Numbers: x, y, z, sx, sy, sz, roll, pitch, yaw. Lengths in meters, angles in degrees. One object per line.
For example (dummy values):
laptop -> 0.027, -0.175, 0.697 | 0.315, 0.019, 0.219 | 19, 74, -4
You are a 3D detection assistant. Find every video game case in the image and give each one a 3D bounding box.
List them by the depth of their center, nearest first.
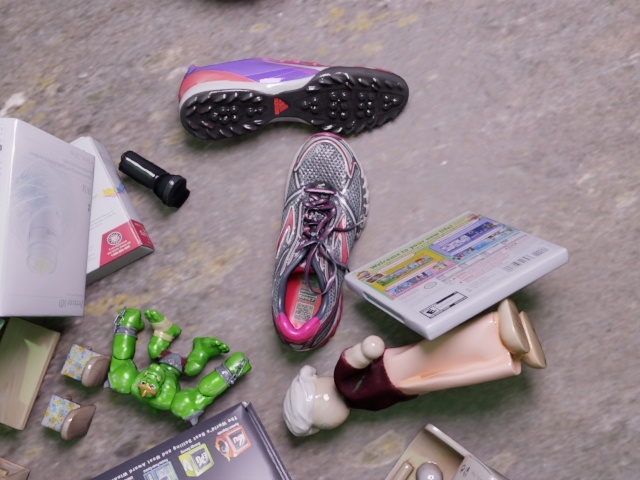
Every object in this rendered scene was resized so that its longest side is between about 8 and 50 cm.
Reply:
video game case -> 0.165, 0.036, 1.034 | 0.212, 0.193, 0.023 | -27, 117, -19

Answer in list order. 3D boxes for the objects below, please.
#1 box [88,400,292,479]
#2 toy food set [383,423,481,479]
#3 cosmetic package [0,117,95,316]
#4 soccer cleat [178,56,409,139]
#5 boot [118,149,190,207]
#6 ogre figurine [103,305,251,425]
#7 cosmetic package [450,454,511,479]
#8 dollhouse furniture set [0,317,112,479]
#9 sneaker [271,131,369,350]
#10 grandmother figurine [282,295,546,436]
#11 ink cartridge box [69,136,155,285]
box -> -0.182, 0.404, 0.897 | 0.395, 0.097, 0.318 | -24, 62, -15
toy food set -> 0.140, 0.424, 1.058 | 0.220, 0.092, 0.306 | 36, 88, 8
cosmetic package -> -0.387, -0.018, 1.011 | 0.138, 0.224, 0.224 | 3, 86, 8
soccer cleat -> -0.038, -0.214, 1.148 | 0.318, 0.108, 0.116 | -6, 47, -5
boot -> -0.233, -0.089, 1.137 | 0.099, 0.121, 0.045 | 35, 85, 1
ogre figurine -> -0.205, 0.174, 1.119 | 0.197, 0.097, 0.118 | 27, 68, -8
cosmetic package -> 0.170, 0.433, 0.970 | 0.160, 0.113, 0.309 | 34, 87, -4
dollhouse furniture set -> -0.431, 0.224, 1.092 | 0.212, 0.161, 0.242 | 19, 85, 7
sneaker -> 0.000, 0.000, 1.109 | 0.121, 0.112, 0.299 | 5, 83, 6
grandmother figurine -> 0.097, 0.170, 1.046 | 0.342, 0.208, 0.104 | -24, 46, 22
ink cartridge box -> -0.332, -0.038, 1.159 | 0.127, 0.072, 0.175 | -27, 82, 2
